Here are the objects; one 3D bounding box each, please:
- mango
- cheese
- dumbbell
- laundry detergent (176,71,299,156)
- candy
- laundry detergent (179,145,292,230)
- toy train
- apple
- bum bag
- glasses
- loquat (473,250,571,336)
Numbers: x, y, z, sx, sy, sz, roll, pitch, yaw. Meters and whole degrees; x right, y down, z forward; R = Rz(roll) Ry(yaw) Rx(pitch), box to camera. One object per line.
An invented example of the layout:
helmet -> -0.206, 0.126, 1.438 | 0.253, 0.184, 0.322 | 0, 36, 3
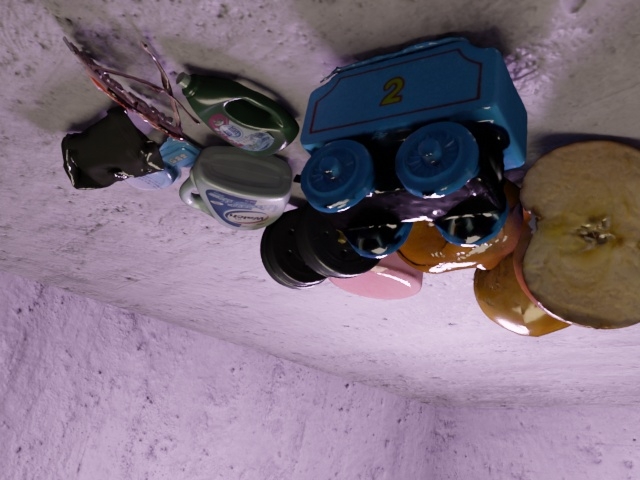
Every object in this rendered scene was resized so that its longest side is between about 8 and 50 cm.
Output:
mango -> 0.250, -0.033, 1.271 | 0.152, 0.201, 0.287 | -28, -169, -41
cheese -> -0.334, -0.155, 1.416 | 0.244, 0.052, 0.135 | -17, 149, 37
dumbbell -> 0.000, 0.000, 1.428 | 0.185, 0.185, 0.388 | 19, 165, -20
laundry detergent -> -0.142, -0.219, 1.146 | 0.137, 0.063, 0.211 | -10, 149, 43
candy -> 0.143, 0.071, 1.708 | 0.255, 0.094, 0.255 | 10, 159, 4
laundry detergent -> -0.182, -0.093, 1.427 | 0.215, 0.105, 0.280 | 9, 162, -16
toy train -> 0.118, -0.128, 0.959 | 0.300, 0.265, 0.188 | -7, 149, 30
apple -> 0.436, -0.004, 1.135 | 0.251, 0.293, 0.163 | 11, 176, 9
bum bag -> -0.413, -0.176, 1.340 | 0.326, 0.080, 0.142 | -6, 117, 42
glasses -> -0.298, -0.257, 1.117 | 0.162, 0.095, 0.255 | 34, 176, 39
loquat -> 0.425, 0.077, 1.386 | 0.235, 0.235, 0.235 | 10, 159, 4
